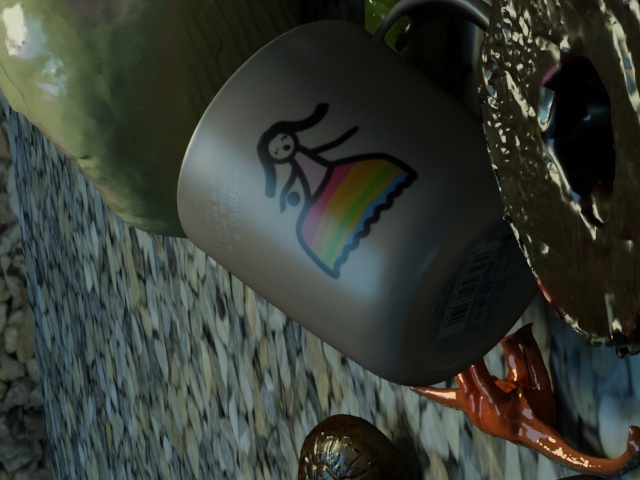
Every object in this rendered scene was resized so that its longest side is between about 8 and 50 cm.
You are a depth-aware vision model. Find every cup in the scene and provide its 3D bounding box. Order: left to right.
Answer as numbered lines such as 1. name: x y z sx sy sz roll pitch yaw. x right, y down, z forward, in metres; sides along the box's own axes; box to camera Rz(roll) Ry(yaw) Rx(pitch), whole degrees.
1. cup: 0.057 -0.044 1.339 0.200 0.253 0.191 37 -176 31

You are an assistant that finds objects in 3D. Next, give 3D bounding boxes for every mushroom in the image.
1. mushroom: 0.028 0.207 1.717 0.109 0.085 0.126 -124 24 -50

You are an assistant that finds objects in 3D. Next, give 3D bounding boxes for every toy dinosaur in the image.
1. toy dinosaur: 0.140 0.109 1.383 0.279 0.055 0.101 -3 106 71

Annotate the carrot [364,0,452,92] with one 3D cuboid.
1. carrot: 0.066 -0.152 1.446 0.074 0.074 0.358 -123 26 -51

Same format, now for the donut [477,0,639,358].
1. donut: 0.176 -0.068 1.094 0.270 0.103 0.269 167 90 -73

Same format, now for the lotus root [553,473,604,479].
1. lotus root: 0.164 0.214 1.333 0.122 0.081 0.112 134 131 -68

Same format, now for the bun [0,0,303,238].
1. bun: -0.147 -0.181 1.670 0.361 0.213 0.361 10 -90 -68
